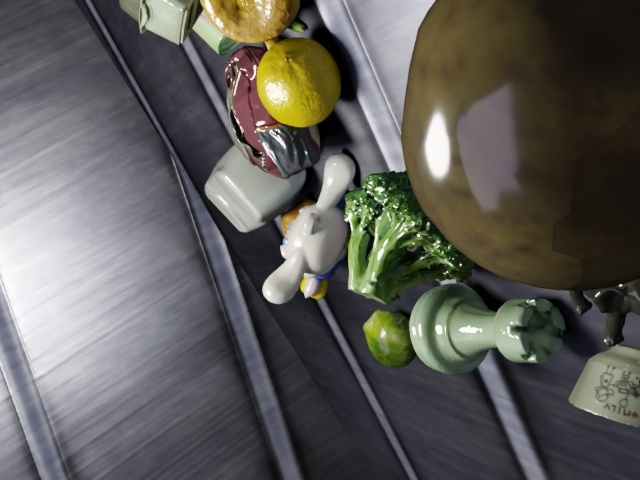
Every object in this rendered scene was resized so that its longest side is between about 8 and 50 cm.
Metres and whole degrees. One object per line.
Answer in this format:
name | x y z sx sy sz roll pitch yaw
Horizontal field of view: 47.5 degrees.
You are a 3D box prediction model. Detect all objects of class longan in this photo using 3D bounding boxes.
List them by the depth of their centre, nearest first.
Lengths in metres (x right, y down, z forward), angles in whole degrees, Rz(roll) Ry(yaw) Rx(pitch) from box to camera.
longan | 0.264 -0.135 0.811 0.404 0.336 0.405 51 152 39

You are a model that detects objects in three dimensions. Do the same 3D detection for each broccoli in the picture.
broccoli | 0.171 0.000 1.429 0.307 0.275 0.308 26 174 3

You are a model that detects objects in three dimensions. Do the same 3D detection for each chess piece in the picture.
chess piece | 0.335 0.178 1.451 0.195 0.194 0.299 60 153 -11

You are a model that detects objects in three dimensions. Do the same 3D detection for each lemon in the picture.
lemon | -0.044 -0.329 1.532 0.178 0.178 0.203 48 172 24

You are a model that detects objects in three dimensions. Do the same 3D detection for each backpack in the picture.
backpack | -0.127 -0.306 1.728 0.317 0.197 0.283 64 174 -12

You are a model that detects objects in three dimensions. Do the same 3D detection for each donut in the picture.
donut | -0.020 -0.010 2.118 0.226 0.113 0.227 50 163 22

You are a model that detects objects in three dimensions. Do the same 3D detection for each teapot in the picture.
teapot | -0.138 -0.525 1.472 0.167 0.203 0.311 -76 -23 -52

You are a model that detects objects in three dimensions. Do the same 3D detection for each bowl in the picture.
bowl | 0.499 0.224 1.118 0.211 0.211 0.112 11 90 65

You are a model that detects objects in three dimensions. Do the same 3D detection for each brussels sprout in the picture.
brussels sprout | 0.194 0.269 2.003 0.161 0.144 0.181 36 -175 0

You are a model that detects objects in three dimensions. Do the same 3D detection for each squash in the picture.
squash | -0.063 -0.469 1.576 0.089 0.027 0.027 40 156 32

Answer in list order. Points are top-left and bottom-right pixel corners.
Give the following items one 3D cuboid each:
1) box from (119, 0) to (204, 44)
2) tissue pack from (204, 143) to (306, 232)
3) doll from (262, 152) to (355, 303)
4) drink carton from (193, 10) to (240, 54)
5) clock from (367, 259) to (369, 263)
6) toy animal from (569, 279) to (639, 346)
box | -0.307 -0.587 1.563 0.166 0.291 0.220 29 164 -7
tissue pack | -0.174 -0.174 2.060 0.229 0.236 0.333 48 163 -5
doll | -0.006 -0.006 1.855 0.187 0.376 0.365 44 179 16
drink carton | -0.257 -0.545 1.778 0.142 0.146 0.144 45 161 7
clock | 0.154 -0.001 1.748 0.144 0.073 0.193 42 157 37
toy animal | 0.443 0.087 1.090 0.245 0.114 0.146 31 150 53
